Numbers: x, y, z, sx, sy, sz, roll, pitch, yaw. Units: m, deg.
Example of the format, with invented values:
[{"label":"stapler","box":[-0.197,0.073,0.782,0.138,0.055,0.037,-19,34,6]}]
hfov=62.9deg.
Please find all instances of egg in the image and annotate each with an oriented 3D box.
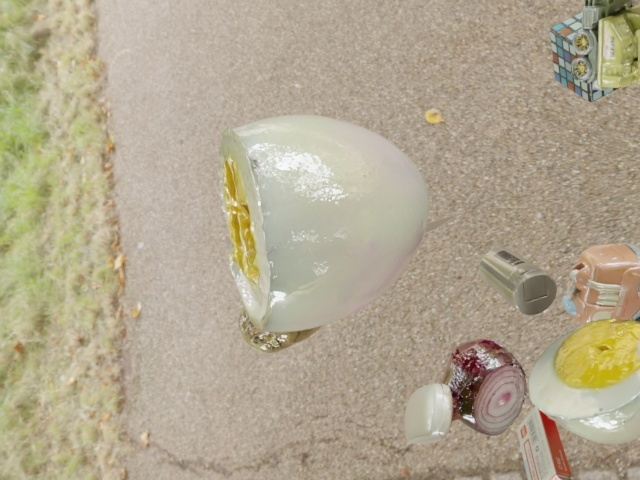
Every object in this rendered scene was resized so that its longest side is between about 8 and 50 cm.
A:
[{"label":"egg","box":[0.023,-0.040,0.896,0.354,0.340,0.354,171,90,-72]},{"label":"egg","box":[0.673,0.345,1.200,0.201,0.337,0.337,48,130,-6]}]

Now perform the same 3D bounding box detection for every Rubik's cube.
[{"label":"Rubik's cube","box":[0.801,-0.545,1.512,0.184,0.182,0.187,-25,41,7]}]

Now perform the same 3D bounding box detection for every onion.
[{"label":"onion","box":[0.307,0.310,1.082,0.140,0.218,0.195,41,146,51]}]

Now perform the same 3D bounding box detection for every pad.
[{"label":"pad","box":[0.358,-0.037,1.876,0.266,0.176,0.002,-20,98,51]}]

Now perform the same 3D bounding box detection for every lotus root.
[{"label":"lotus root","box":[-0.063,0.149,1.144,0.160,0.284,0.146,-9,104,27]}]

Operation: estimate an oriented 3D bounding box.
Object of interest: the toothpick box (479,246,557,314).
[{"label":"toothpick box","box":[0.481,0.096,1.286,0.180,0.111,0.111,-119,38,-67]}]

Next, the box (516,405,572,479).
[{"label":"box","box":[0.601,0.575,1.416,0.050,0.229,0.122,16,123,-3]}]

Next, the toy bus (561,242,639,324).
[{"label":"toy bus","box":[0.846,0.148,1.545,0.194,0.232,0.287,-95,6,-63]}]

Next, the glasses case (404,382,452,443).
[{"label":"glasses case","box":[0.167,0.276,0.824,0.204,0.051,0.080,96,-179,-67]}]

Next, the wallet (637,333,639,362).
[{"label":"wallet","box":[0.491,0.197,0.668,0.124,0.032,0.182,-15,63,27]}]

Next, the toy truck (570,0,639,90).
[{"label":"toy truck","box":[0.578,-0.422,0.985,0.157,0.124,0.272,40,148,56]}]
